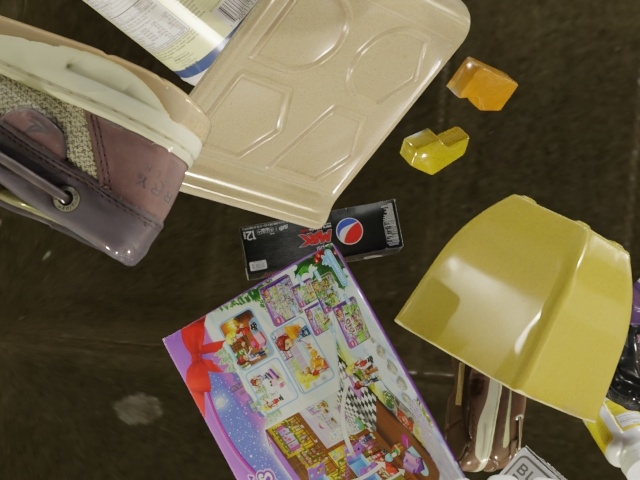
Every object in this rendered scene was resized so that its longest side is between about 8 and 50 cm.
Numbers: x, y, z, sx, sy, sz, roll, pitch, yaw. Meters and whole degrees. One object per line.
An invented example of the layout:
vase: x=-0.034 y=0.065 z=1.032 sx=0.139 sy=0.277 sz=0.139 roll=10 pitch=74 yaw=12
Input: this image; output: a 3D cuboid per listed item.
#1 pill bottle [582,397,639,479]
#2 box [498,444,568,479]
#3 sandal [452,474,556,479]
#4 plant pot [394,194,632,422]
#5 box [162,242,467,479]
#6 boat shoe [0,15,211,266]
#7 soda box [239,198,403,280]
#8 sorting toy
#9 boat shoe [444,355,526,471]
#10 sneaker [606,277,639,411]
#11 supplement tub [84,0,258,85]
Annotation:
pill bottle: x=0.364 y=0.233 z=1.769 sx=0.065 sy=0.065 sz=0.116 roll=-13 pitch=44 yaw=-14
box: x=0.155 y=0.350 z=1.443 sx=0.290 sy=0.169 sz=0.087 roll=-48 pitch=62 yaw=-1
sandal: x=0.251 y=0.237 z=0.938 sx=0.416 sy=0.102 sz=0.169 roll=-1 pitch=119 yaw=1
plant pot: x=0.103 y=0.027 z=0.705 sx=0.081 sy=0.081 sz=0.083 roll=26 pitch=93 yaw=-48
box: x=-0.002 y=0.177 z=1.473 sx=0.201 sy=0.057 sz=0.293 roll=-29 pitch=83 yaw=3
boat shoe: x=-0.195 y=-0.062 z=0.679 sx=0.285 sy=0.103 sz=0.092 roll=17 pitch=75 yaw=9
soda box: x=0.000 y=0.000 z=1.553 sx=0.168 sy=0.060 sz=0.053 roll=-10 pitch=83 yaw=-3
sorting toy: x=0.023 y=-0.116 z=1.197 sx=0.307 sy=0.041 sz=0.229 roll=15 pitch=116 yaw=-48
boat shoe: x=0.204 y=0.134 z=1.662 sx=0.095 sy=0.095 sz=0.258 roll=8 pitch=93 yaw=-23
sneaker: x=0.382 y=0.165 z=1.603 sx=0.124 sy=0.283 sz=0.107 roll=-31 pitch=129 yaw=2
supplement tub: x=-0.187 y=-0.355 z=1.668 sx=0.325 sy=0.235 sz=0.235 roll=37 pitch=79 yaw=-22
